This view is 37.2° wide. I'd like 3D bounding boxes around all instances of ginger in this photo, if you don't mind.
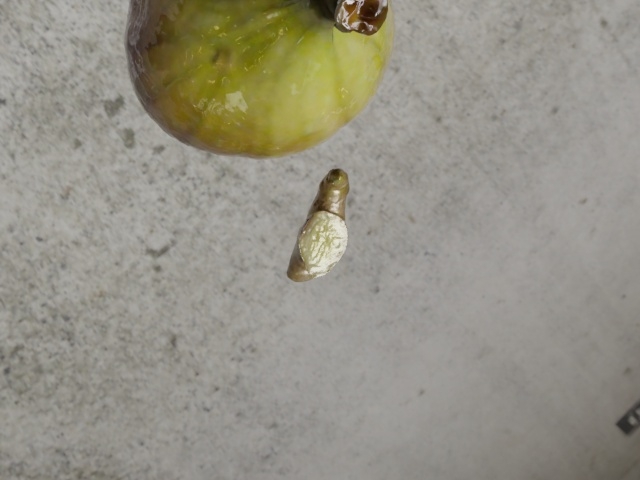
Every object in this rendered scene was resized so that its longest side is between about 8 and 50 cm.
[{"bbox_3d":[0.001,0.000,0.572,0.030,0.048,0.097,21,135,-3],"label":"ginger"}]

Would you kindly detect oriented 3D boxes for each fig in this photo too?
[{"bbox_3d":[-0.011,-0.106,0.523,0.160,0.231,0.143,-35,131,-17],"label":"fig"}]
